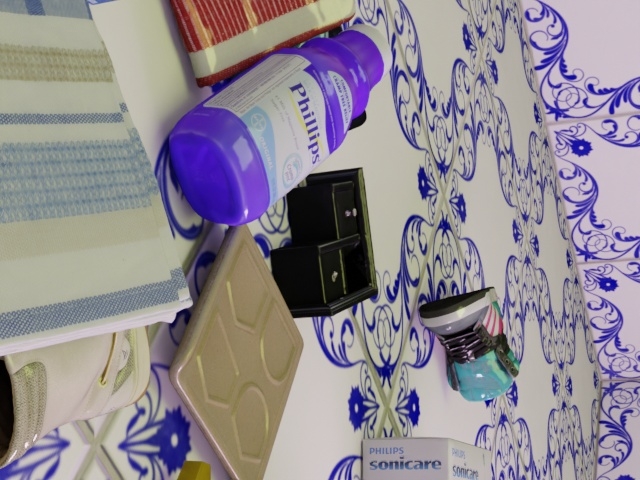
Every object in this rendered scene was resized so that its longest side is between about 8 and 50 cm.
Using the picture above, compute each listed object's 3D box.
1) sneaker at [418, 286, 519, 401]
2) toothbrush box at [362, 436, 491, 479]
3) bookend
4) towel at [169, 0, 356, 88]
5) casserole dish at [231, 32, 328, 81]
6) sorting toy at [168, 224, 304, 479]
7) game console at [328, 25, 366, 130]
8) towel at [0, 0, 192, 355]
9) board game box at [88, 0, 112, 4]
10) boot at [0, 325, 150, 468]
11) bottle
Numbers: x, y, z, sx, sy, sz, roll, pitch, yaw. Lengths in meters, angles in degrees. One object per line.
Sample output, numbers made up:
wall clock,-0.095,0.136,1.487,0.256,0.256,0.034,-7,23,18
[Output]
sneaker,0.242,0.175,1.706,0.295,0.124,0.178,-2,78,-69
toothbrush box,0.148,0.418,1.400,0.216,0.126,0.295,31,58,-62
bookend,0.000,0.000,1.206,0.156,0.072,0.157,-14,98,-67
towel,-0.079,-0.342,1.027,0.237,0.037,0.329,-33,116,-40
casserole dish,-0.038,-0.192,1.134,0.114,0.037,0.188,13,76,-39
sorting toy,-0.092,0.148,1.002,0.307,0.041,0.229,-72,153,-44
game console,-0.007,-0.166,1.210,0.085,0.124,0.144,-126,-165,-59
towel,-0.197,-0.067,0.680,0.209,0.034,0.285,-11,81,-55
board game box,-0.204,-0.305,0.826,0.136,0.035,0.201,21,66,-66
boot,-0.195,0.034,0.725,0.165,0.077,0.213,-22,105,-64
bottle,-0.027,-0.129,1.043,0.283,0.092,0.118,-43,129,-40
